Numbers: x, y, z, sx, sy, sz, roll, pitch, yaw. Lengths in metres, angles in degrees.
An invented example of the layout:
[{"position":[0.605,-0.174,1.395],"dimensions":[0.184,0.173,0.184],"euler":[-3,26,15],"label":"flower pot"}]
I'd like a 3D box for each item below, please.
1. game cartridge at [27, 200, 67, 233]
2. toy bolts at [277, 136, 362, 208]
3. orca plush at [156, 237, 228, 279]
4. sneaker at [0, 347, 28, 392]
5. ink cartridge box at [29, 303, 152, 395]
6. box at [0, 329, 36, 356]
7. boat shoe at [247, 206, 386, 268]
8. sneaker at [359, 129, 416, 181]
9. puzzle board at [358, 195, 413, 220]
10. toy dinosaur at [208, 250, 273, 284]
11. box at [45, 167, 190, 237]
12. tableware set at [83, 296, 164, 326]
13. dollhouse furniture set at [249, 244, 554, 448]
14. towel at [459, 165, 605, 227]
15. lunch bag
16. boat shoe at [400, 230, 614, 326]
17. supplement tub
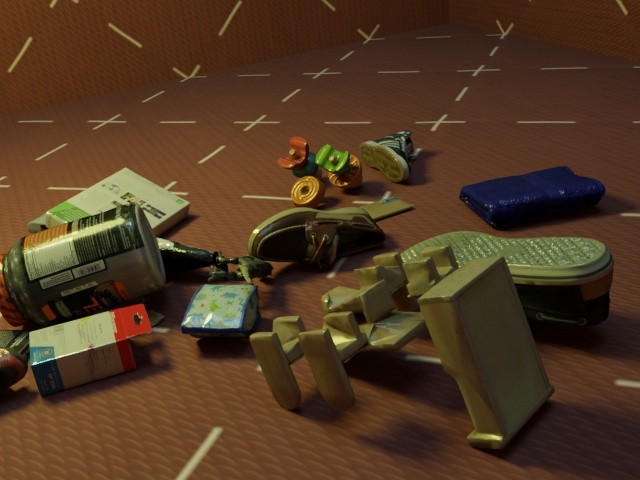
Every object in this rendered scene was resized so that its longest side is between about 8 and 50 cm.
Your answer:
[{"position":[-0.652,-0.058,2.200],"dimensions":[0.294,0.060,0.196],"euler":[6,24,26],"label":"game cartridge"},{"position":[-0.009,-0.174,2.240],"dimensions":[0.229,0.158,0.218],"euler":[29,83,37],"label":"toy bolts"},{"position":[-0.352,0.063,1.869],"dimensions":[0.287,0.102,0.151],"euler":[14,-14,19],"label":"orca plush"},{"position":[-0.678,0.283,1.435],"dimensions":[0.276,0.097,0.135],"euler":[-16,26,-13],"label":"sneaker"},{"position":[-0.449,0.212,1.545],"dimensions":[0.231,0.078,0.134],"euler":[-14,27,-15],"label":"ink cartridge box"},{"position":[-0.684,0.229,1.630],"dimensions":[0.162,0.029,0.116],"euler":[-2,27,14],"label":"box"},{"position":[0.000,0.000,1.823],"dimensions":[0.342,0.123,0.123],"euler":[-7,32,-32],"label":"boat shoe"},{"position":[0.239,-0.258,2.331],"dimensions":[0.153,0.099,0.282],"euler":[-17,24,-16],"label":"sneaker"},{"position":[0.169,-0.085,2.088],"dimensions":[0.128,0.011,0.096],"euler":[-18,26,-23],"label":"puzzle board"},{"position":[-0.175,0.062,1.686],"dimensions":[0.118,0.064,0.268],"euler":[6,4,6],"label":"toy dinosaur"},{"position":[-0.536,-0.070,2.089],"dimensions":[0.232,0.058,0.322],"euler":[28,35,13],"label":"box"},{"position":[-0.432,0.166,1.705],"dimensions":[0.141,0.020,0.169],"euler":[-22,29,-28],"label":"tableware set"},{"position":[0.160,0.191,1.354],"dimensions":[0.362,0.256,0.394],"euler":[-30,12,-40],"label":"dollhouse furniture set"},{"position":[0.534,-0.112,1.989],"dimensions":[0.308,0.076,0.227],"euler":[-11,19,-7],"label":"towel"},{"position":[-0.200,0.153,1.585],"dimensions":[0.129,0.096,0.151],"euler":[-2,16,10],"label":"lunch bag"},{"position":[0.341,0.081,1.542],"dimensions":[0.500,0.156,0.187],"euler":[3,30,46],"label":"boat shoe"},{"position":[-0.529,0.060,1.708],"dimensions":[0.338,0.207,0.207],"euler":[-18,26,-3],"label":"supplement tub"}]
